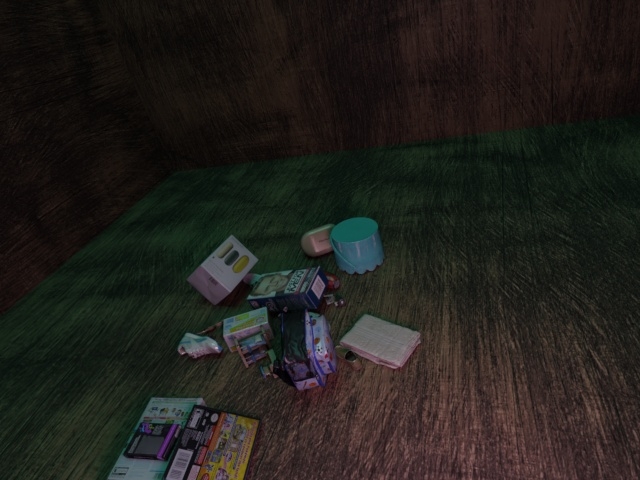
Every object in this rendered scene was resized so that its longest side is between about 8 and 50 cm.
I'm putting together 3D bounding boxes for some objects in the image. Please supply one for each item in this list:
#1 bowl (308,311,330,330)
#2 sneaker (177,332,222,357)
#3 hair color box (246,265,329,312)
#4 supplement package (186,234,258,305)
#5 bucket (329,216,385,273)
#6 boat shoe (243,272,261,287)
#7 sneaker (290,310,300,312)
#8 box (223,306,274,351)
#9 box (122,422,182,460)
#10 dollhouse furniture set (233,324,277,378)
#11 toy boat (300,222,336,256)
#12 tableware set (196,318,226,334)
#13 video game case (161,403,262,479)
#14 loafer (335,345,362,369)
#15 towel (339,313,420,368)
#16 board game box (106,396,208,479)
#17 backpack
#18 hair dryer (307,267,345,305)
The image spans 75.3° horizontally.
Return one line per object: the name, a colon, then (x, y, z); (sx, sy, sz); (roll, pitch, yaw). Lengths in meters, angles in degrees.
bowl: (-0.047, 0.361, 1.780); (0.170, 0.080, 0.170); (-11, 31, 7)
sneaker: (-0.528, 0.474, 1.823); (0.229, 0.087, 0.092); (-1, 45, 31)
hair color box: (-0.152, 0.229, 1.899); (0.347, 0.105, 0.173); (-11, 34, 33)
supplement package: (-0.500, 0.150, 2.127); (0.198, 0.199, 0.262); (-37, 12, 44)
bucket: (0.186, 0.019, 2.112); (0.281, 0.183, 0.281); (-11, 30, 7)
boat shoe: (-0.332, 0.219, 2.151); (0.184, 0.066, 0.063); (10, 38, 20)
sneaker: (-0.102, 0.285, 1.960); (0.075, 0.057, 0.161); (4, 31, -1)
box: (-0.314, 0.390, 1.827); (0.203, 0.103, 0.114); (-17, 32, -3)
box: (-0.561, 0.672, 1.390); (0.162, 0.029, 0.116); (-4, 34, 16)
dollhouse furniture set: (-0.252, 0.461, 1.665); (0.129, 0.128, 0.183); (-23, 32, -11)
toy boat: (0.000, 0.000, 2.298); (0.231, 0.150, 0.151); (-19, 2, -7)
tableware set: (-0.488, 0.394, 1.914); (0.169, 0.020, 0.141); (-22, -5, 1)
video game case: (-0.345, 0.689, 1.355); (0.248, 0.035, 0.274); (12, 35, 1)
loafer: (0.105, 0.445, 1.609); (0.056, 0.050, 0.148); (-35, 37, -29)
towel: (0.237, 0.393, 1.637); (0.282, 0.049, 0.187); (14, 41, 40)
board game box: (-0.551, 0.706, 1.448); (0.224, 0.097, 0.303); (-5, 35, 15)
backpack: (-0.049, 0.412, 1.531); (0.213, 0.263, 0.276); (-5, 40, 5)
hair dryer: (-0.015, 0.212, 1.964); (0.224, 0.080, 0.293); (-3, 28, -10)
